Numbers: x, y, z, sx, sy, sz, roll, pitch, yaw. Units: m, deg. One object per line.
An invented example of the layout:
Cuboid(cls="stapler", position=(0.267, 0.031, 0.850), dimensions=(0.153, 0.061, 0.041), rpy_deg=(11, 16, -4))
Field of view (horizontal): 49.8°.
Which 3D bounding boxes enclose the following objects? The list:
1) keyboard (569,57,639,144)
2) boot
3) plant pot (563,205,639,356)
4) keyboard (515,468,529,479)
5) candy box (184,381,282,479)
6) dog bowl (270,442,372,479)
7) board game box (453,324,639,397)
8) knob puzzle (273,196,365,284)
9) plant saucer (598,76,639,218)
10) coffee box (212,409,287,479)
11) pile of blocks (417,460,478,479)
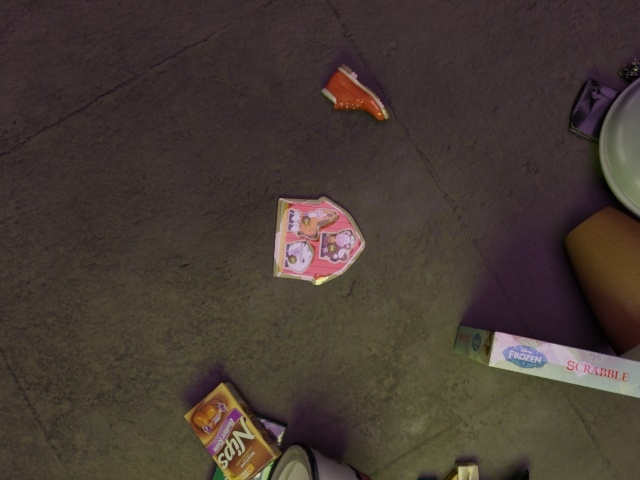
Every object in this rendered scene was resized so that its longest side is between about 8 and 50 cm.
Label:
Cuboid(cls="keyboard", position=(0.714, -0.265, 1.500), dimensions=(0.317, 0.033, 0.201), rpy_deg=(26, 92, 1))
Cuboid(cls="boot", position=(0.075, -0.300, 1.493), dimensions=(0.158, 0.059, 0.084), rpy_deg=(44, 90, 11))
Cuboid(cls="plant pot", position=(0.619, 0.064, 1.396), dimensions=(0.237, 0.237, 0.254), rpy_deg=(-34, 73, -2))
Cuboid(cls="keyboard", position=(0.356, 0.547, 1.407), dimensions=(0.192, 0.038, 0.100), rpy_deg=(-30, 127, -30))
Cuboid(cls="candy box", position=(-0.178, 0.395, 1.404), dimensions=(0.109, 0.053, 0.186), rpy_deg=(-42, 74, 5))
Cuboid(cls="dog bowl", position=(-0.011, 0.594, 1.277), dimensions=(0.151, 0.408, 0.407), rpy_deg=(14, 86, -14))
Cuboid(cls="board game box", position=(0.445, 0.229, 1.324), dimensions=(0.318, 0.318, 0.065), rpy_deg=(12, 85, 0))
Cuboid(cls="knob puzzle", position=(0.000, 0.000, 1.483), dimensions=(0.213, 0.030, 0.213), rpy_deg=(0, 86, 0))
Cuboid(cls="plant saucer", position=(0.765, -0.204, 1.360), dimensions=(0.401, 0.100, 0.400), rpy_deg=(-6, 71, 18))
Cuboid(cls="coffee box", position=(-0.151, 0.456, 1.447), dimensions=(0.113, 0.040, 0.184), rpy_deg=(21, 87, 3))
Cuboid(cls="pile of blocks", position=(0.196, 0.593, 1.403), dimensions=(0.149, 0.112, 0.362), rpy_deg=(38, 87, 2))
